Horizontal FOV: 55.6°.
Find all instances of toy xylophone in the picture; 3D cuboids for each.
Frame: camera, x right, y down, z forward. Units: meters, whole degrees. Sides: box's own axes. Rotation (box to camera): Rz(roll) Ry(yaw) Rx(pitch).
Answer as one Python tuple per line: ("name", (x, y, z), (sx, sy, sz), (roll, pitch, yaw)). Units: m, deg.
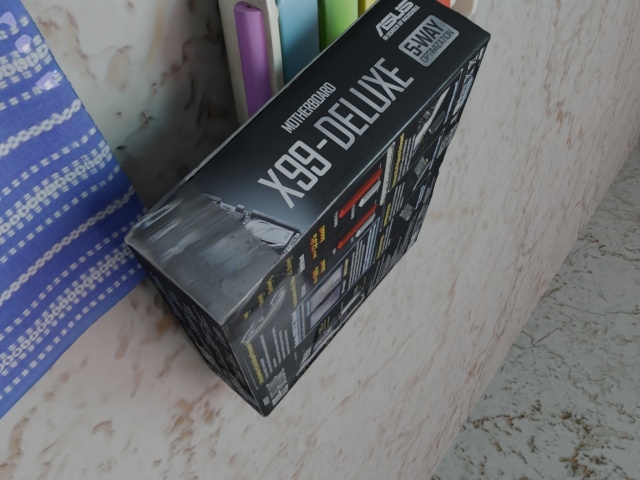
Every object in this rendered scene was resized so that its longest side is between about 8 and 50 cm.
("toy xylophone", (0.033, -0.175, 0.509), (0.323, 0.081, 0.236), (-48, 147, -29))

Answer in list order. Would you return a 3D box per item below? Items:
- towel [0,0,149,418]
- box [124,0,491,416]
("towel", (-0.206, -0.017, 0.268), (0.243, 0.040, 0.336), (-50, 148, -26))
("box", (0.000, 0.000, 0.475), (0.242, 0.076, 0.307), (-47, 164, -18))
